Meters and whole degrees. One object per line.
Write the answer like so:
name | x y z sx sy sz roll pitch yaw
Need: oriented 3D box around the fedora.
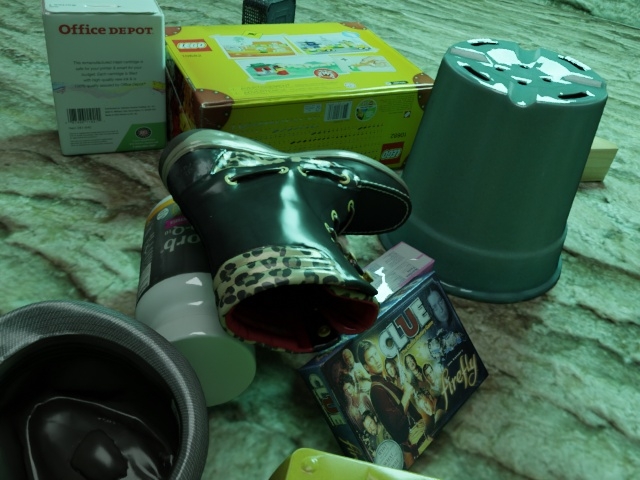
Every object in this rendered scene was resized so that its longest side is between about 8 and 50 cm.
fedora | -0.246 0.204 0.627 0.275 0.124 0.244 27 55 9

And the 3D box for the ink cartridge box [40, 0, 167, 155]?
ink cartridge box | -0.405 -0.315 1.162 0.201 0.278 0.117 -8 41 -22

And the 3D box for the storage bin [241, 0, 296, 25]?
storage bin | -0.138 -0.556 1.610 0.084 0.180 0.122 27 41 23

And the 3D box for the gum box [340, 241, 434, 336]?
gum box | 0.084 0.089 0.879 0.062 0.107 0.188 33 43 28

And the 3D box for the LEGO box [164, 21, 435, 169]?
LEGO box | -0.066 -0.300 1.281 0.500 0.193 0.372 -10 41 -23

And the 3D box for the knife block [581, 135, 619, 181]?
knife block | 0.472 -0.175 1.318 0.275 0.088 0.242 25 41 20

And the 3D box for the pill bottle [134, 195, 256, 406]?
pill bottle | -0.161 0.068 0.811 0.162 0.162 0.278 0 38 -12

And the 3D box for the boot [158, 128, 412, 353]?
boot | 0.000 0.000 0.774 0.377 0.138 0.284 11 36 -33

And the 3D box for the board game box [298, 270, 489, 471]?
board game box | 0.101 0.164 0.758 0.243 0.042 0.165 -32 96 -41

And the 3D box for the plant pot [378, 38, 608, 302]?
plant pot | 0.290 -0.133 1.025 0.341 0.334 0.341 5 37 -4

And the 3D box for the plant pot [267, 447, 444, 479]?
plant pot | 0.023 0.303 0.523 0.212 0.187 0.212 12 37 4

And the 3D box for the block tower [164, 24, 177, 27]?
block tower | -0.408 -0.409 1.439 0.091 0.097 0.335 8 39 -1
